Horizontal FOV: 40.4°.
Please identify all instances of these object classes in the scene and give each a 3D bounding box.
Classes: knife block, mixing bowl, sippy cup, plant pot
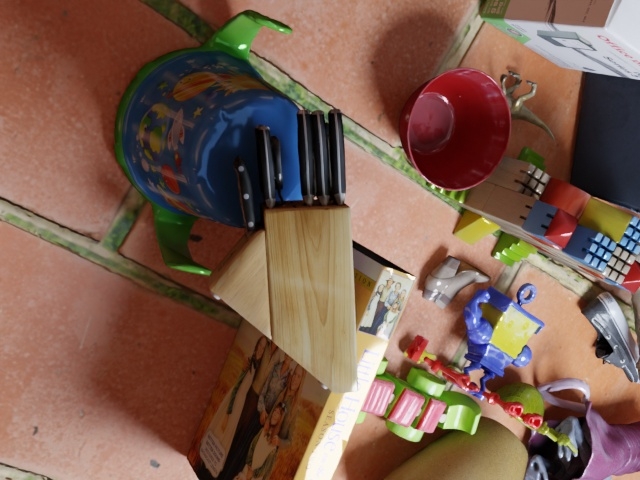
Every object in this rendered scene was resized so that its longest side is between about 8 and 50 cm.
[{"bbox_3d":[0.000,0.000,0.979,0.276,0.088,0.242,41,92,-10],"label":"knife block"},{"bbox_3d":[0.187,-0.173,1.322,0.181,0.098,0.181,-7,106,-24],"label":"mixing bowl"},{"bbox_3d":[-0.121,-0.120,1.105,0.240,0.224,0.305,-23,115,-21],"label":"sippy cup"},{"bbox_3d":[0.238,0.434,1.498,0.254,0.237,0.237,-43,122,-28],"label":"plant pot"}]

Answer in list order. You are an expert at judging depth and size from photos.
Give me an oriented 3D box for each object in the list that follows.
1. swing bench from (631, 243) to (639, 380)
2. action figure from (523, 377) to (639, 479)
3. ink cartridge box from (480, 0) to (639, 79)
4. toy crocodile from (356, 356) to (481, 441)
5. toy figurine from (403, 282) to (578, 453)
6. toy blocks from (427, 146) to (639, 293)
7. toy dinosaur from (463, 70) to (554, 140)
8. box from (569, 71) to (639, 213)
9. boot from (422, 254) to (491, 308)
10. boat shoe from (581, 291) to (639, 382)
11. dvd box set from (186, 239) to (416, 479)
[{"bbox_3d":[0.668,0.123,1.598,0.255,0.165,0.253,-1,83,-27],"label":"swing bench"},{"bbox_3d":[0.561,0.399,1.692,0.370,0.248,0.275,0,79,-27],"label":"action figure"},{"bbox_3d":[0.406,-0.332,1.289,0.198,0.273,0.115,21,96,-31],"label":"ink cartridge box"},{"bbox_3d":[0.117,0.259,1.424,0.340,0.105,0.115,23,94,-31],"label":"toy crocodile"},{"bbox_3d":[0.339,0.185,1.479,0.362,0.191,0.217,32,85,-33],"label":"toy figurine"},{"bbox_3d":[0.395,-0.023,1.391,0.381,0.261,0.190,26,93,-32],"label":"toy blocks"},{"bbox_3d":[0.311,-0.223,1.414,0.183,0.053,0.092,9,117,-23],"label":"toy dinosaur"},{"bbox_3d":[0.720,-0.294,1.456,0.472,0.297,0.480,-5,109,-28],"label":"box"},{"bbox_3d":[0.225,0.076,1.465,0.118,0.042,0.087,25,100,-31],"label":"boot"},{"bbox_3d":[0.559,0.200,1.663,0.076,0.080,0.228,-31,122,3],"label":"boat shoe"},{"bbox_3d":[-0.043,0.189,1.199,0.062,0.307,0.420,19,97,-29],"label":"dvd box set"}]
